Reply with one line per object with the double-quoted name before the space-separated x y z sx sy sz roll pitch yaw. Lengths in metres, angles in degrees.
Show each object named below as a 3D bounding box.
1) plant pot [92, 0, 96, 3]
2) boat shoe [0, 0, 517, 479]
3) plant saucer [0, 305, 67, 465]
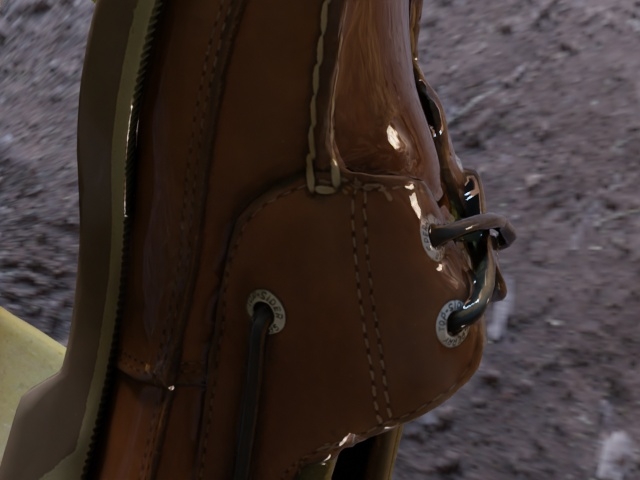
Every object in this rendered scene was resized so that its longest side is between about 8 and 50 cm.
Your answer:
"plant pot" -0.104 -0.318 1.487 0.207 0.227 0.228 -5 58 -14
"boat shoe" 0.000 0.000 0.460 0.104 0.111 0.307 24 121 15
"plant saucer" -0.217 0.089 0.689 0.333 0.333 0.081 32 110 0
